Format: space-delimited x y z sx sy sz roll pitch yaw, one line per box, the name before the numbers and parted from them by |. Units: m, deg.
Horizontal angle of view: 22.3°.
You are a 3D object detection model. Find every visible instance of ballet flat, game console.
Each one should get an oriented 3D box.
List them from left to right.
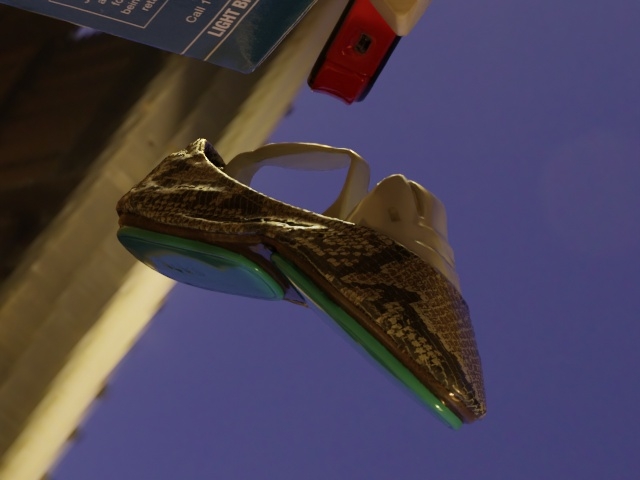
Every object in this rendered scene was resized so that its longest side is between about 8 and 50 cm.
ballet flat | 0.000 0.000 1.456 0.483 0.164 0.182 24 -107 45
game console | 0.118 -0.327 1.467 0.386 0.060 0.342 -58 -176 36

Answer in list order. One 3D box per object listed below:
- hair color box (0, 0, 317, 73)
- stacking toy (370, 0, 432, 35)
hair color box | -0.155 -0.196 0.600 0.105 0.347 0.174 -44 -134 40
stacking toy | 0.039 -0.256 1.239 0.279 0.130 0.309 35 -115 24
